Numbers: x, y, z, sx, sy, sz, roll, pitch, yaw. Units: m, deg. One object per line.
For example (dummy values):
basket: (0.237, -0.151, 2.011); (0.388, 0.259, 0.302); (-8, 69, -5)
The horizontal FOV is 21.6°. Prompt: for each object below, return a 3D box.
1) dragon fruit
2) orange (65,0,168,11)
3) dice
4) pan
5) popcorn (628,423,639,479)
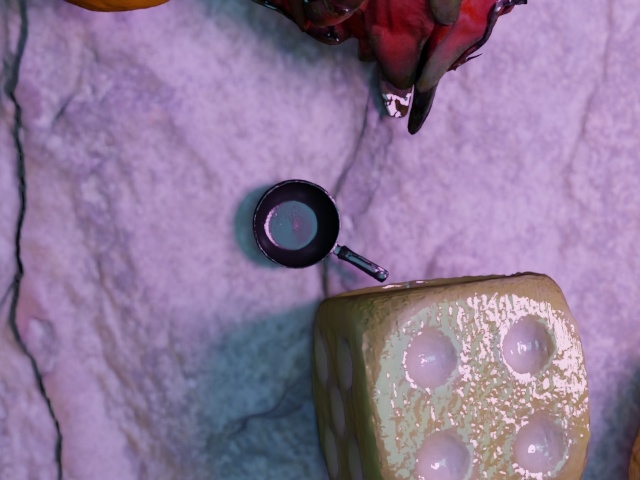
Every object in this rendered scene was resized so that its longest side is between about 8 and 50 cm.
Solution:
dragon fruit: (0.064, -0.215, 1.230); (0.192, 0.193, 0.274); (-6, 92, -40)
orange: (-0.145, -0.250, 1.186); (0.178, 0.155, 0.177); (1, 83, -8)
dice: (0.092, 0.114, 1.234); (0.166, 0.169, 0.169); (-6, 91, -13)
pan: (0.000, 0.000, 1.286); (0.115, 0.023, 0.068); (32, 82, -9)
popcorn: (0.309, 0.173, 1.308); (0.163, 0.140, 0.194); (-9, 102, -22)
